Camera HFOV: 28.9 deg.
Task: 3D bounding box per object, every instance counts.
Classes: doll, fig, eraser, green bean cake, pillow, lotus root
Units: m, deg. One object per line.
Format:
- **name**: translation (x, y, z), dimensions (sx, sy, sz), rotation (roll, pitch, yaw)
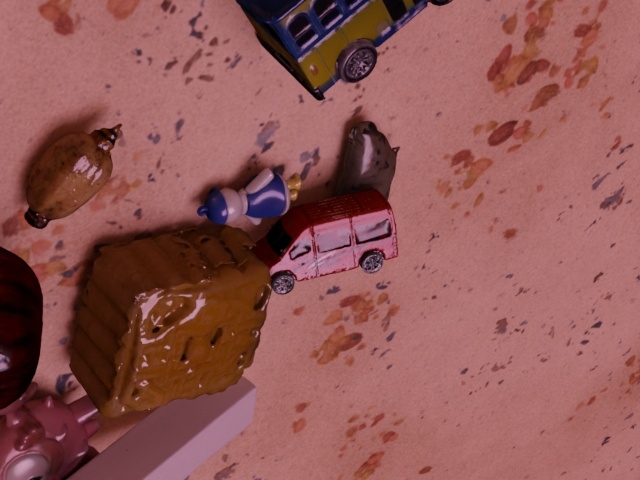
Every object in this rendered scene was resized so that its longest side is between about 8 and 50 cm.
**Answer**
- **doll**: translation (-0.369, 0.273, 1.581), dimensions (0.211, 0.093, 0.262), rotation (-33, 143, -33)
- **fig**: translation (-0.422, 0.102, 1.316), dimensions (0.249, 0.186, 0.204), rotation (-2, 146, -31)
- **eraser**: translation (-0.213, 0.284, 1.676), dimensions (0.298, 0.076, 0.078), rotation (-37, 148, -38)
- **green bean cake**: translation (-0.184, 0.101, 1.555), dimensions (0.224, 0.131, 0.230), rotation (-10, 133, -37)
- **doll**: translation (-0.089, -0.051, 1.556), dimensions (0.142, 0.058, 0.099), rotation (-16, 146, -27)
- **pillow**: translation (0.060, -0.061, 1.681), dimensions (0.093, 0.051, 0.241), rotation (-14, 132, -32)
- **lotus root**: translation (-0.273, -0.077, 1.364), dimensions (0.152, 0.063, 0.072), rotation (-43, 116, 11)

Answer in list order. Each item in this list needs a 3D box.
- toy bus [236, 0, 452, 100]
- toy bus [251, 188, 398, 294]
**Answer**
- **toy bus**: translation (0.045, -0.313, 1.359), dimensions (0.287, 0.138, 0.175), rotation (-40, 143, -2)
- **toy bus**: translation (0.000, 0.000, 1.616), dimensions (0.195, 0.081, 0.089), rotation (-13, 122, -13)
